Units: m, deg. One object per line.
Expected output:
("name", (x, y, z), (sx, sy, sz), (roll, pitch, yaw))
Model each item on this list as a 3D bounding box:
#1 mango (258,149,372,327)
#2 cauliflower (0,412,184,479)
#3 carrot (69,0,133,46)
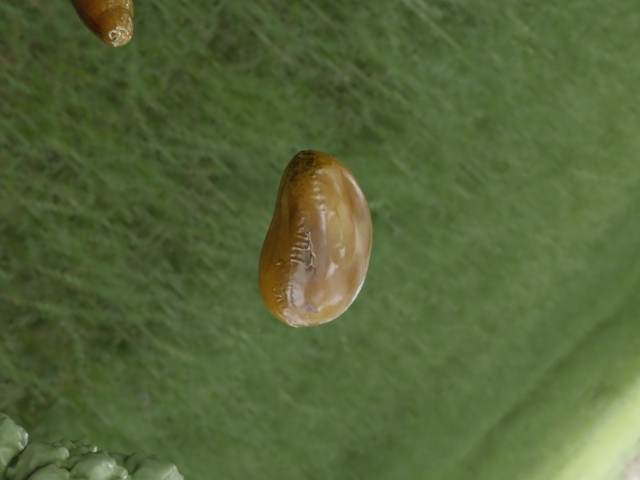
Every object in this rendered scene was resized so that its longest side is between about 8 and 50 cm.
("mango", (0.002, 0.003, 1.307), (0.105, 0.084, 0.159), (-3, 121, -30))
("cauliflower", (-0.127, 0.224, 0.671), (0.239, 0.256, 0.315), (-28, 146, 23))
("carrot", (-0.157, -0.178, 1.009), (0.048, 0.139, 0.048), (-17, 144, -13))
